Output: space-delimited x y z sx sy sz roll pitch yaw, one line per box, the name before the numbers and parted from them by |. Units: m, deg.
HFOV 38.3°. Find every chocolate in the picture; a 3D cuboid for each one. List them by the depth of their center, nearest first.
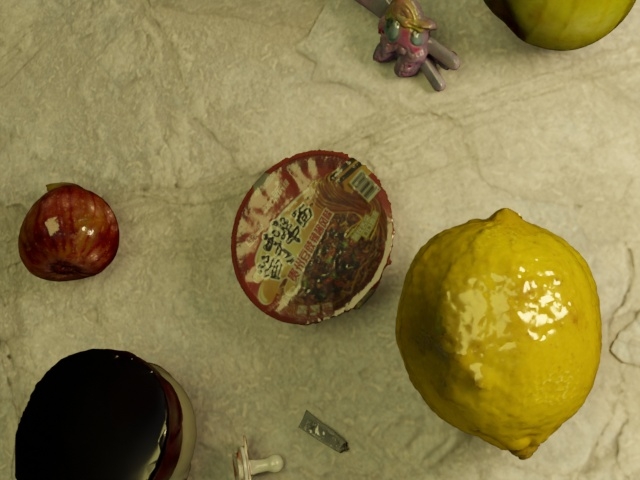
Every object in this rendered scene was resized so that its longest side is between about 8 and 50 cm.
chocolate | -0.312 0.314 1.449 0.283 0.186 0.284 -9 65 21

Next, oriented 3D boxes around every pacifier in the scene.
pacifier | -0.094 0.346 1.411 0.078 0.081 0.099 -7 74 -6

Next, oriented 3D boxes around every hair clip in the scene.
hair clip | 0.113 -0.349 1.456 0.137 0.090 0.278 -54 54 44

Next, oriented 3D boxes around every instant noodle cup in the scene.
instant noodle cup | 0.000 0.000 1.426 0.274 0.091 0.274 -5 77 23

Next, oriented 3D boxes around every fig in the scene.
fig | 0.344 -0.403 1.266 0.239 0.239 0.271 55 144 24
fig | -0.433 -0.037 1.606 0.175 0.175 0.207 -11 55 22

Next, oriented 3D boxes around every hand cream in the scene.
hand cream | 0.005 0.293 1.401 0.093 0.019 0.030 28 90 29

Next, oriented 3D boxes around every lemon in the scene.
lemon | 0.231 0.119 1.200 0.268 0.268 0.322 1 85 25
